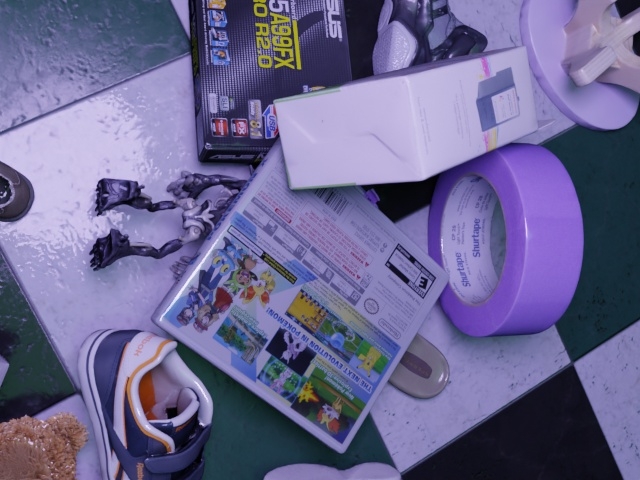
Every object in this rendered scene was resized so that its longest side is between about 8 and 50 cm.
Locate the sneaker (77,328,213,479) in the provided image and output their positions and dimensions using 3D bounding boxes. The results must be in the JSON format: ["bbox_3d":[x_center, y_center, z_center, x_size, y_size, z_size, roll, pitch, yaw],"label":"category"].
[{"bbox_3d":[-0.204,0.265,1.008,0.126,0.128,0.321,-44,126,-56],"label":"sneaker"}]

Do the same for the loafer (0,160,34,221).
[{"bbox_3d":[-0.475,-0.105,0.977,0.251,0.087,0.094,26,82,-17],"label":"loafer"}]

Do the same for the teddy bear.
[{"bbox_3d":[-0.362,0.382,1.016,0.245,0.113,0.338,-29,106,-11],"label":"teddy bear"}]

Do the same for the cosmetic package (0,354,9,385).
[{"bbox_3d":[-0.481,0.154,0.855,0.238,0.107,0.127,19,92,-42],"label":"cosmetic package"}]

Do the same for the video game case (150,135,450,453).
[{"bbox_3d":[-0.010,0.073,1.051,0.329,0.036,0.300,41,73,-24],"label":"video game case"}]

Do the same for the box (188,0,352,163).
[{"bbox_3d":[-0.067,-0.241,1.101,0.216,0.060,0.270,-1,77,-18],"label":"box"}]

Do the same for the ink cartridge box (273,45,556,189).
[{"bbox_3d":[0.137,-0.166,1.019,0.353,0.207,0.119,-24,107,-46],"label":"ink cartridge box"}]

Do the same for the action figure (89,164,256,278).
[{"bbox_3d":[-0.166,-0.022,1.059,0.276,0.141,0.164,2,81,-35],"label":"action figure"}]

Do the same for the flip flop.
[{"bbox_3d":[0.087,0.155,1.169,0.277,0.080,0.112,33,83,-18],"label":"flip flop"}]

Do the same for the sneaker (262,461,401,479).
[{"bbox_3d":[0.016,0.380,1.153,0.212,0.080,0.094,6,100,-20],"label":"sneaker"}]

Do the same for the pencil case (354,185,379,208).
[{"bbox_3d":[0.000,0.000,1.138,0.206,0.088,0.086,-49,119,-11],"label":"pencil case"}]

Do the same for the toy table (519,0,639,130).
[{"bbox_3d":[0.455,-0.309,1.257,0.274,0.161,0.252,42,77,-13],"label":"toy table"}]

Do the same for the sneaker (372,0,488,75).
[{"bbox_3d":[0.177,-0.350,1.197,0.153,0.101,0.268,12,92,-19],"label":"sneaker"}]

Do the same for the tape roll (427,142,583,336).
[{"bbox_3d":[0.252,-0.002,1.124,0.090,0.275,0.274,-1,90,-18],"label":"tape roll"}]
